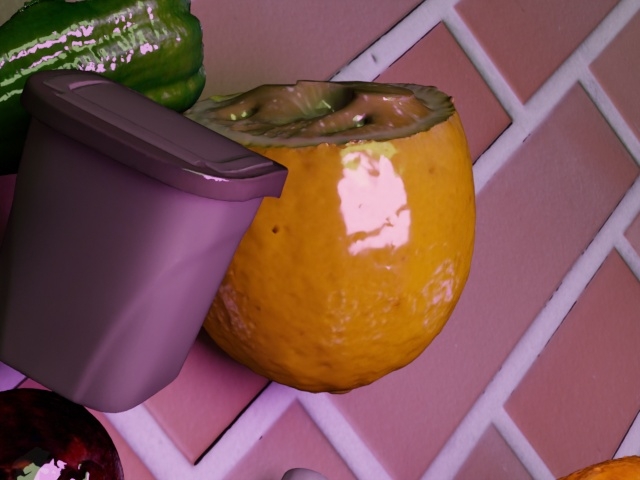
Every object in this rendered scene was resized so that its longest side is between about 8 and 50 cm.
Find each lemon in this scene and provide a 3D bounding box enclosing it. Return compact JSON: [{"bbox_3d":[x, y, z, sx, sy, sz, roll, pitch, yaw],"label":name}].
[{"bbox_3d":[0.000,0.000,1.423,0.364,0.364,0.364,19,58,-34],"label":"lemon"}]

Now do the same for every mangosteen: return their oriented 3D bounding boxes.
[{"bbox_3d":[-0.271,0.228,1.155,0.210,0.210,0.210,19,58,-34],"label":"mangosteen"}]

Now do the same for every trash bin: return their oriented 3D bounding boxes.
[{"bbox_3d":[-0.178,0.001,1.185,0.220,0.250,0.219,27,19,14],"label":"trash bin"}]

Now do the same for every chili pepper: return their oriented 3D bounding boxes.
[{"bbox_3d":[-0.278,-0.144,1.307,0.385,0.213,0.167,-26,91,-28],"label":"chili pepper"}]

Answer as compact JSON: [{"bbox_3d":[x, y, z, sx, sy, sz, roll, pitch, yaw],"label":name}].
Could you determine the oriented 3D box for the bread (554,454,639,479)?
[{"bbox_3d":[0.243,0.388,1.418,0.250,0.394,0.361,35,52,-4],"label":"bread"}]

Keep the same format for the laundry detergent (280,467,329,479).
[{"bbox_3d":[-0.093,0.381,1.290,0.264,0.125,0.398,44,46,-15],"label":"laundry detergent"}]
